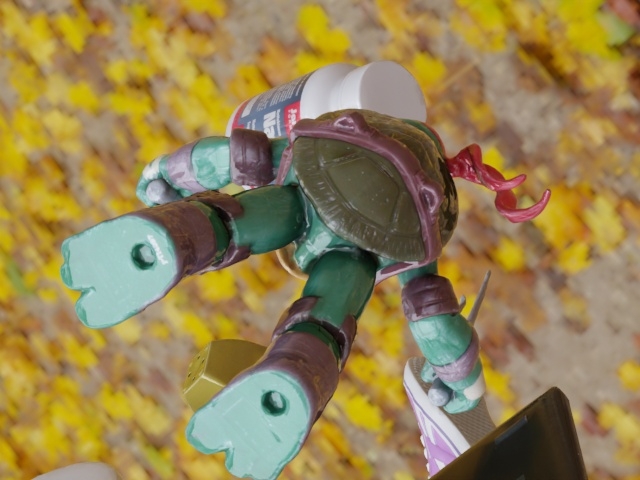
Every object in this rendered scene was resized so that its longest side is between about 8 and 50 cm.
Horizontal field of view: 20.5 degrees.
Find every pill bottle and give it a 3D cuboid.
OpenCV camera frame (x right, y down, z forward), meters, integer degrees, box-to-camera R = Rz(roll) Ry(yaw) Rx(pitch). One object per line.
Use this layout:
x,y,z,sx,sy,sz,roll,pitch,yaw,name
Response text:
0.006,-0.102,1.609,0.180,0.108,0.108,-18,108,48,pill bottle

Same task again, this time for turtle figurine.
0.000,0.000,0.741,0.175,0.234,0.118,33,120,12,turtle figurine

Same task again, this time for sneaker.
0.160,0.283,2.329,0.161,0.102,0.282,-68,30,28,sneaker

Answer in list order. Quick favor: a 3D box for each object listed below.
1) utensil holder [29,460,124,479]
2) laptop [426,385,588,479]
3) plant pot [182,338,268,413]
-0.227,0.464,1.770,0.327,0.327,0.385,-4,122,56,utensil holder
0.115,0.388,1.188,0.382,0.408,0.236,-40,116,21,laptop
-0.096,0.150,1.855,0.083,0.081,0.081,29,134,-17,plant pot
